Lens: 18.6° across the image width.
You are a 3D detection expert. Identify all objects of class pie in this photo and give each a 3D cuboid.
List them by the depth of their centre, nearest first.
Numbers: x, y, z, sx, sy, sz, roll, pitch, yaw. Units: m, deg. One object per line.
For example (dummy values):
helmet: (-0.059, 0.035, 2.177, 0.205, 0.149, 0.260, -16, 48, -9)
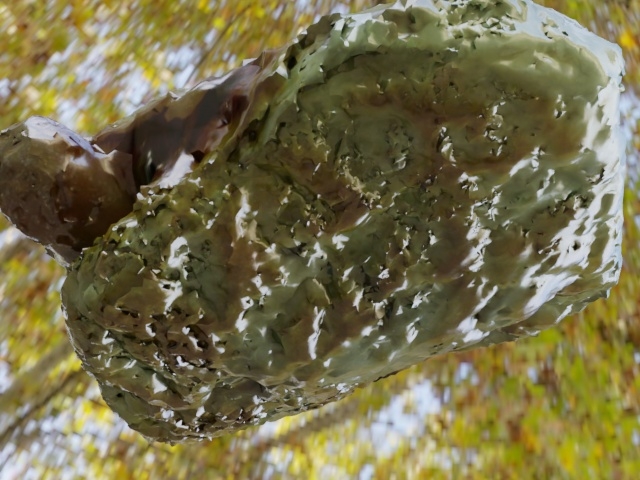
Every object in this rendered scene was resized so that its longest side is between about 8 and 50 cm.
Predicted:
pie: (0.025, -0.001, 1.348, 0.418, 0.180, 0.395, -16, -31, 10)
